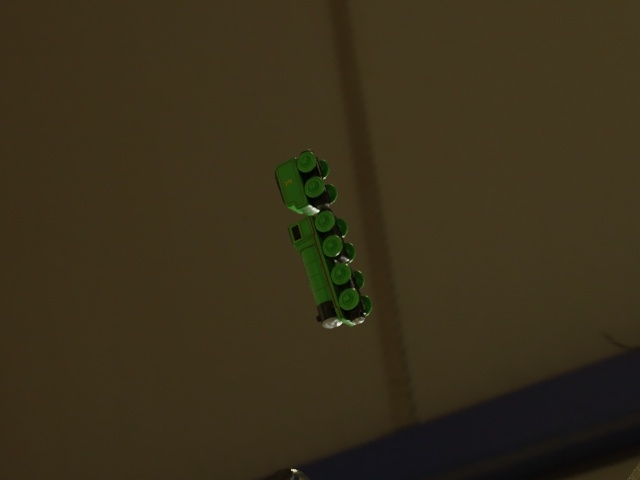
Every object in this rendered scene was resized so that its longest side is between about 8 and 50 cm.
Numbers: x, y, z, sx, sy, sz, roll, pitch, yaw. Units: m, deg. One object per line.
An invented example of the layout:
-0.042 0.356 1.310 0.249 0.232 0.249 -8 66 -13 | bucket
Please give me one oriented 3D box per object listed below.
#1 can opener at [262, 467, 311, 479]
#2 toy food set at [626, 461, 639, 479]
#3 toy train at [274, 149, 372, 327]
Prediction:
-0.043 0.153 0.529 0.059 0.073 0.186 -8 -137 55 | can opener
0.202 0.232 1.028 0.306 0.220 0.092 -53 -169 -7 | toy food set
0.000 0.000 0.790 0.024 0.017 0.083 -26 -117 20 | toy train
